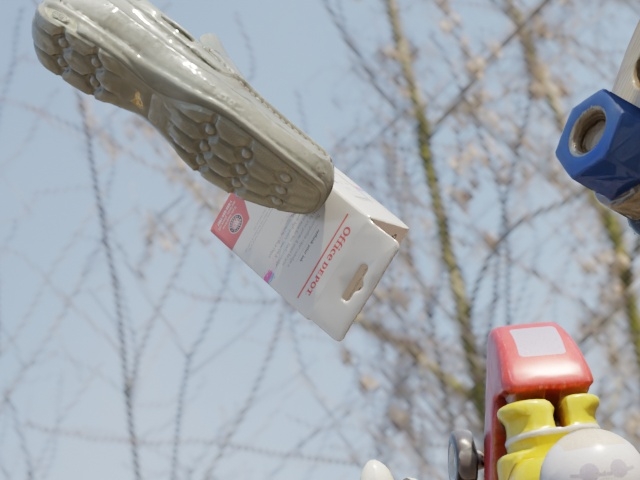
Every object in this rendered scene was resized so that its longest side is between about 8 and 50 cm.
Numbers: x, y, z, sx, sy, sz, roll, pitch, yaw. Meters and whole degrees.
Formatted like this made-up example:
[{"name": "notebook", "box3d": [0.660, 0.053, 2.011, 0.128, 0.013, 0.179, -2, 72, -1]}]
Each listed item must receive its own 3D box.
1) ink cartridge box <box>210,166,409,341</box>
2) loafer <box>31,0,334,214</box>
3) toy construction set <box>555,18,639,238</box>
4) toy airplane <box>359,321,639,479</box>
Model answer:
[{"name": "ink cartridge box", "box3d": [0.000, 0.000, 1.560, 0.067, 0.198, 0.115, 13, -67, -51]}, {"name": "loafer", "box3d": [-0.113, -0.142, 1.521, 0.111, 0.319, 0.112, -51, -6, -34]}, {"name": "toy construction set", "box3d": [0.248, -0.134, 0.685, 0.308, 0.237, 0.257, 11, -42, -7]}, {"name": "toy airplane", "box3d": [0.210, 0.266, 1.382, 0.386, 0.384, 0.272, -44, -22, -28]}]
